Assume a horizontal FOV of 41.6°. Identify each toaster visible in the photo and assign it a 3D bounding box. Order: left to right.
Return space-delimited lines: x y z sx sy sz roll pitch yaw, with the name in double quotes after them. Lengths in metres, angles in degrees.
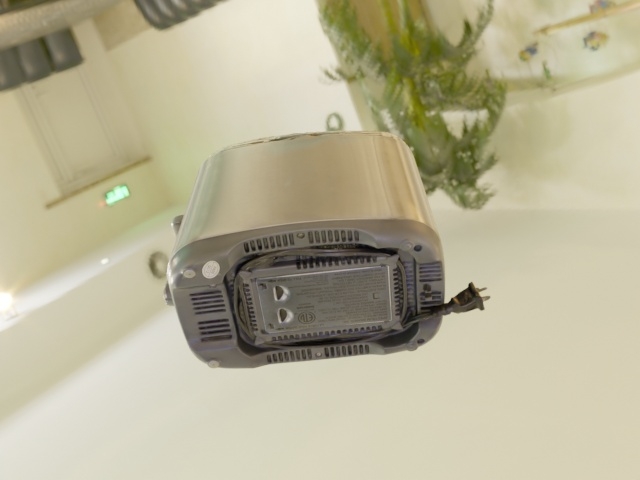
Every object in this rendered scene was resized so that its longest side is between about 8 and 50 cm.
0.000 0.000 0.626 0.227 0.129 0.146 -7 -140 2 "toaster"
